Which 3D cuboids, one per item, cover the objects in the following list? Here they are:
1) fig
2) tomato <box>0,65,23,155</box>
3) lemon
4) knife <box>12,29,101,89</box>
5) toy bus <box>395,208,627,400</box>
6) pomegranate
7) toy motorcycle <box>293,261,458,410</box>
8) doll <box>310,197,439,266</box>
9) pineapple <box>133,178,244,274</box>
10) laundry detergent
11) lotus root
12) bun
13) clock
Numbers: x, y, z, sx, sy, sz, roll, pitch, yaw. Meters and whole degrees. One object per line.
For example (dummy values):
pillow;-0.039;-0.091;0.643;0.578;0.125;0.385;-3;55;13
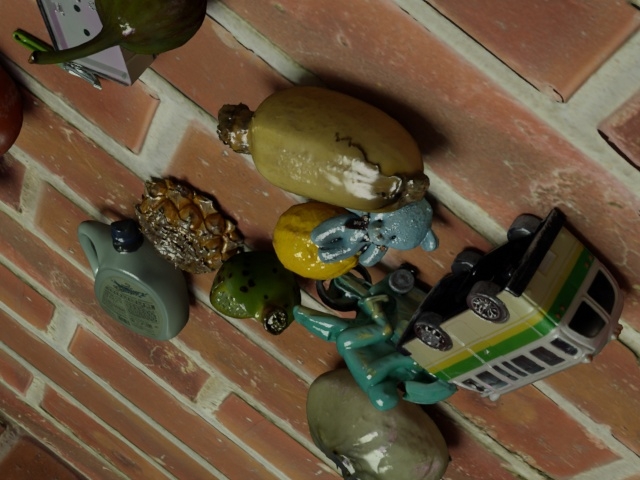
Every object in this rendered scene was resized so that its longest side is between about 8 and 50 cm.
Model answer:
fig;-0.255;-0.276;1.584;0.149;0.245;0.149;31;146;24
tomato;-0.618;-0.226;2.109;0.232;0.188;0.232;29;148;20
lemon;0.000;0.000;1.828;0.155;0.114;0.114;6;138;37
knife;-0.406;-0.281;1.970;0.184;0.026;0.022;32;111;15
toy bus;0.249;0.101;1.668;0.179;0.143;0.305;39;149;-8
pomegranate;-0.092;0.079;2.022;0.143;0.122;0.169;35;167;-28
toy motorcycle;0.104;0.148;1.841;0.296;0.198;0.109;32;155;13
doll;0.067;-0.015;1.711;0.180;0.075;0.120;-22;106;17
pineapple;-0.227;-0.013;2.099;0.225;0.076;0.225;26;149;17
laundry detergent;-0.344;0.048;2.278;0.215;0.105;0.280;25;150;25
lotus root;0.013;-0.119;1.628;0.303;0.131;0.146;20;123;28
bun;0.088;0.339;2.161;0.273;0.168;0.273;35;154;20
clock;-0.316;-0.320;1.763;0.147;0.071;0.192;22;147;26
